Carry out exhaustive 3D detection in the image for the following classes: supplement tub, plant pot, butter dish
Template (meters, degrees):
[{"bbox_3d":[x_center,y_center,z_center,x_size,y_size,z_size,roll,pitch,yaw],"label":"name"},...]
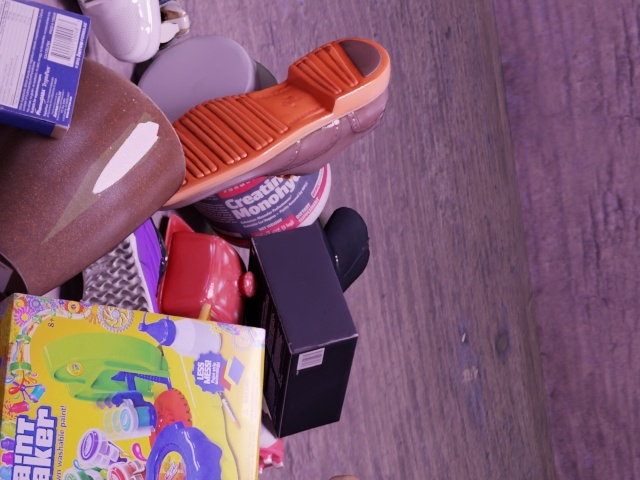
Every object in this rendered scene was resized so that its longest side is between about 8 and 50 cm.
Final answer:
[{"bbox_3d":[-0.115,-0.128,2.135,0.272,0.191,0.191,53,39,-52],"label":"supplement tub"},{"bbox_3d":[-0.295,-0.046,1.713,0.230,0.215,0.215,-56,138,-36],"label":"plant pot"},{"bbox_3d":[-0.141,0.061,2.135,0.160,0.118,0.160,50,41,-53],"label":"butter dish"}]

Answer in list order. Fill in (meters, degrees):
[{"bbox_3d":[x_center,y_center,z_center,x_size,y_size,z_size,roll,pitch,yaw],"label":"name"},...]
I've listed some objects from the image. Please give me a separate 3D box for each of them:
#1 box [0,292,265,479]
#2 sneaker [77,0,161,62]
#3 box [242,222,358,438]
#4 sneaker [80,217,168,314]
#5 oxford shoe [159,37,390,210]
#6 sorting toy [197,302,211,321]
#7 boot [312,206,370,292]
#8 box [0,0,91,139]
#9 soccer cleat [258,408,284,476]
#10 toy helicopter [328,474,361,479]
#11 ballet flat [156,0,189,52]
[{"bbox_3d":[-0.223,0.229,1.663,0.279,0.177,0.290,9,73,-24],"label":"box"},{"bbox_3d":[-0.293,-0.337,1.878,0.169,0.108,0.293,-37,110,-62],"label":"sneaker"},{"bbox_3d":[-0.033,0.127,2.196,0.261,0.103,0.184,100,-29,-58],"label":"box"},{"bbox_3d":[-0.228,0.051,1.923,0.146,0.102,0.293,18,62,-70],"label":"sneaker"},{"bbox_3d":[-0.063,-0.112,1.957,0.130,0.363,0.133,48,-23,38],"label":"oxford shoe"},{"bbox_3d":[-0.209,0.227,1.977,0.196,0.047,0.348,102,6,-48],"label":"sorting toy"},{"bbox_3d":[0.000,0.000,2.509,0.207,0.094,0.247,-58,144,-50],"label":"boot"},{"bbox_3d":[-0.357,-0.197,1.630,0.036,0.225,0.136,137,-35,-59],"label":"box"},{"bbox_3d":[-0.122,0.255,2.213,0.248,0.083,0.095,43,27,-57],"label":"soccer cleat"},{"bbox_3d":[0.015,0.520,2.408,0.235,0.140,0.355,54,41,-49],"label":"toy helicopter"},{"bbox_3d":[-0.208,-0.279,2.107,0.188,0.070,0.070,-53,134,-58],"label":"ballet flat"}]
